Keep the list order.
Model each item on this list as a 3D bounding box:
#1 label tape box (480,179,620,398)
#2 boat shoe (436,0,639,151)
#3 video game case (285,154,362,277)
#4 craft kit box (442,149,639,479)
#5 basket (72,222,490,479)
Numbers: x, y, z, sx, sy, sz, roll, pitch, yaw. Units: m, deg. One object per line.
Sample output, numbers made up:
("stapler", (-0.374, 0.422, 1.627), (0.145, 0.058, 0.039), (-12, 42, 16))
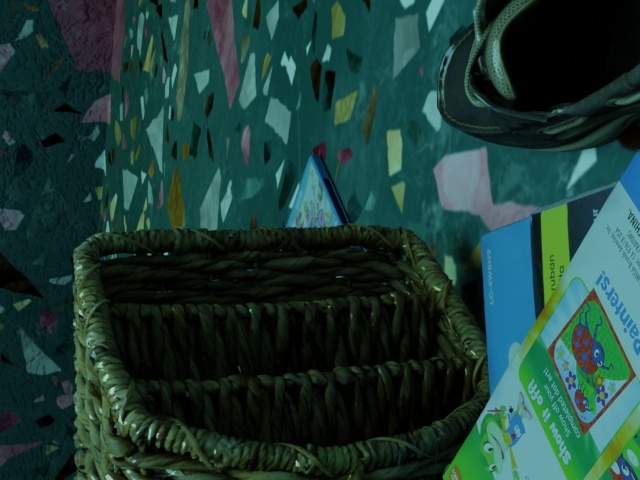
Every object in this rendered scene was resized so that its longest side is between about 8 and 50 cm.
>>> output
("label tape box", (0.215, 0.087, 0.515), (0.347, 0.115, 0.249), (153, 117, -68))
("boat shoe", (0.155, -0.131, 0.644), (0.355, 0.130, 0.132), (171, 99, -67))
("video game case", (0.000, 0.000, 1.164), (0.166, 0.015, 0.119), (-112, 32, -44))
("craft kit box", (0.152, 0.134, 0.442), (0.250, 0.060, 0.247), (-108, 31, -43))
("basket", (-0.019, 0.106, 0.741), (0.213, 0.299, 0.223), (-165, 77, -67))
